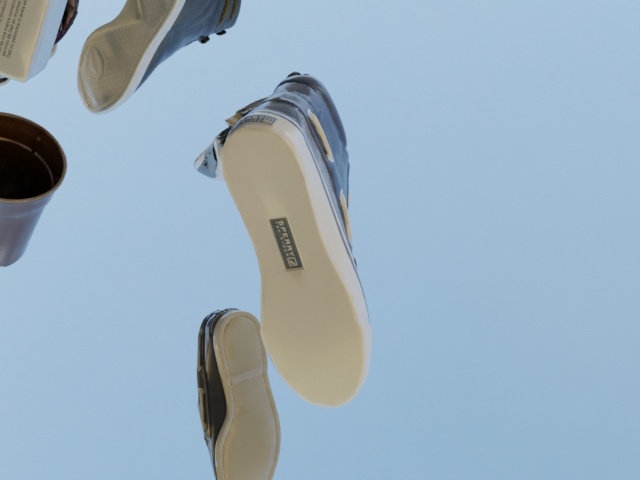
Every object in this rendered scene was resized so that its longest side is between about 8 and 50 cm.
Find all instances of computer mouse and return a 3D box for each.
[{"bbox_3d":[-0.070,-0.096,1.301,0.106,0.193,0.042,-38,-89,-22],"label":"computer mouse"}]

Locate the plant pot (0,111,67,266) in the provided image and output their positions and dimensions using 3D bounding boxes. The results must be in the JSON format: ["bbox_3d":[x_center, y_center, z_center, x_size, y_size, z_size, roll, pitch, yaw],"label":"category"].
[{"bbox_3d":[-0.442,-0.058,1.829,0.167,0.167,0.165,62,-38,33],"label":"plant pot"}]

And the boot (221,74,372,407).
[{"bbox_3d":[0.000,0.000,0.801,0.069,0.086,0.190,-1,-62,23],"label":"boot"}]

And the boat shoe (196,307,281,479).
[{"bbox_3d":[-0.089,0.169,1.372,0.065,0.075,0.206,8,-77,55],"label":"boat shoe"}]

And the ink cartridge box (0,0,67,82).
[{"bbox_3d":[-0.272,-0.215,0.922,0.087,0.208,0.153,-100,-150,-77],"label":"ink cartridge box"}]

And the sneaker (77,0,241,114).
[{"bbox_3d":[-0.203,-0.262,1.755,0.296,0.147,0.105,-43,-110,43],"label":"sneaker"}]

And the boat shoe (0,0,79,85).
[{"bbox_3d":[-0.391,-0.231,1.615,0.158,0.127,0.341,29,-64,23],"label":"boat shoe"}]
